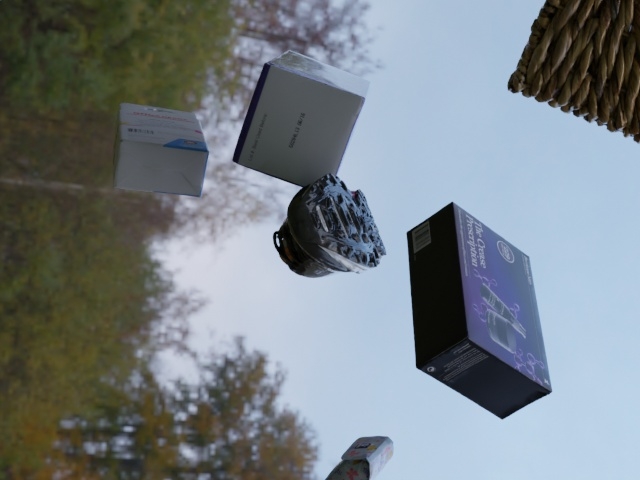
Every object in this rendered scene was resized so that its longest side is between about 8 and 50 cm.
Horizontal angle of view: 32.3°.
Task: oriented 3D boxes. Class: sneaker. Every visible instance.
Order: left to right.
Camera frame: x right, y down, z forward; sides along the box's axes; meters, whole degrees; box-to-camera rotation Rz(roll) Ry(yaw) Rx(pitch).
[{"bbox_3d":[0.000,0.000,1.140,0.271,0.108,0.100,20,49,-81],"label":"sneaker"}]

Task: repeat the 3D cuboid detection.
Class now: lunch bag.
[{"bbox_3d":[0.051,0.286,1.407,0.053,0.071,0.083,46,-56,8],"label":"lunch bag"}]

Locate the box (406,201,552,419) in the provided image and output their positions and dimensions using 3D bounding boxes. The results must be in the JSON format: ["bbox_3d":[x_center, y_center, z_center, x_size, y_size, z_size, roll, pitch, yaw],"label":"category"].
[{"bbox_3d":[0.227,0.100,1.606,0.103,0.184,0.261,-34,-143,31],"label":"box"}]

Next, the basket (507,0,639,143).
[{"bbox_3d":[0.354,-0.241,1.189,0.299,0.223,0.213,-50,162,-64],"label":"basket"}]

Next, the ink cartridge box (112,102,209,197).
[{"bbox_3d":[-0.198,-0.113,1.348,0.181,0.104,0.062,-116,-145,-67],"label":"ink cartridge box"}]

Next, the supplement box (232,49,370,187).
[{"bbox_3d":[-0.016,-0.136,1.221,0.220,0.114,0.111,-77,-173,-76],"label":"supplement box"}]
